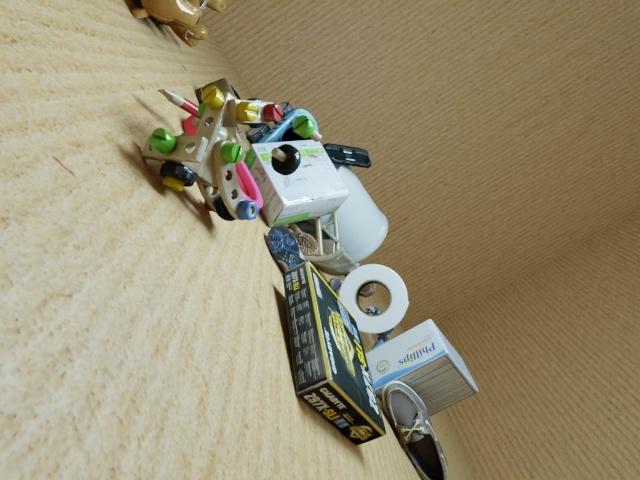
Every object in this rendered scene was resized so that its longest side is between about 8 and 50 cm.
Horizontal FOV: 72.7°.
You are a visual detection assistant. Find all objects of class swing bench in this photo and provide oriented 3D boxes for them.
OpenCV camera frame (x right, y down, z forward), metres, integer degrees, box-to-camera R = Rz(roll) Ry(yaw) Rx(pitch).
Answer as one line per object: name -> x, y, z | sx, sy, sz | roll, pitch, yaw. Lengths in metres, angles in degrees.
swing bench -> 0.000, 0.000, 1.552 | 0.254, 0.165, 0.253 | 68, 9, 22

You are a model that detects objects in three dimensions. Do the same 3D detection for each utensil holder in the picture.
utensil holder -> 0.060, -0.136, 1.873 | 0.385, 0.328, 0.327 | 51, 10, -32

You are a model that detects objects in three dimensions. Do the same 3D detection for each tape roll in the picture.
tape roll -> 0.196, 0.215, 1.602 | 0.246, 0.246, 0.169 | 60, 3, 11

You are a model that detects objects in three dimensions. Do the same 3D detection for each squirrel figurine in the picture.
squirrel figurine -> -0.486, -0.780, 1.306 | 0.397, 0.281, 0.370 | 40, 26, -25

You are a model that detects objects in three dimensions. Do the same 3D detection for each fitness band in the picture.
fitness band -> -0.243, -0.194, 1.110 | 0.291, 0.054, 0.209 | 58, 7, 7

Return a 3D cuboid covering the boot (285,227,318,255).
boot -> -0.060, 0.019, 1.251 | 0.158, 0.059, 0.084 | 22, -31, 38

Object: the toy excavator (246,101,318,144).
toy excavator -> -0.122, -0.352, 1.765 | 0.445, 0.433, 0.222 | 23, -24, 50

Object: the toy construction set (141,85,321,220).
toy construction set -> -0.218, -0.200, 0.799 | 0.309, 0.257, 0.237 | 39, 9, 31

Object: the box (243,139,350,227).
box -> -0.077, -0.186, 1.359 | 0.262, 0.127, 0.231 | -15, 68, -38

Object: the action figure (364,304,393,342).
action figure -> 0.277, 0.395, 2.071 | 0.185, 0.099, 0.285 | 53, 2, 10

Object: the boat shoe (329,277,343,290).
boat shoe -> 0.056, 0.169, 1.705 | 0.040, 0.049, 0.142 | 26, -4, 22

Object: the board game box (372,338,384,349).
board game box -> 0.295, 0.527, 1.838 | 0.211, 0.039, 0.160 | 61, 7, 11

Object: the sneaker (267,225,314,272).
sneaker -> -0.081, 0.056, 1.166 | 0.211, 0.080, 0.081 | 59, -20, 20

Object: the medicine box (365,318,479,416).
medicine box -> 0.333, 0.443, 1.446 | 0.289, 0.263, 0.149 | 49, 15, -34

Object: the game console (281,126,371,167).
game console -> 0.034, -0.323, 1.661 | 0.044, 0.361, 0.213 | 125, -39, -50

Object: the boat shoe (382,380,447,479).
boat shoe -> 0.286, 0.575, 1.301 | 0.324, 0.117, 0.097 | 64, 4, -5

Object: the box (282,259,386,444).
box -> 0.025, 0.239, 0.950 | 0.257, 0.079, 0.322 | 56, 13, -37

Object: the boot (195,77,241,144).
boot -> -0.297, -0.399, 1.353 | 0.305, 0.115, 0.112 | 64, 7, 30

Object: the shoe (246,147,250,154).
shoe -> -0.222, -0.279, 1.578 | 0.081, 0.063, 0.178 | 52, 5, -36

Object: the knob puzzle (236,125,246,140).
knob puzzle -> -0.341, -0.444, 1.559 | 0.213, 0.030, 0.213 | 58, 8, -13

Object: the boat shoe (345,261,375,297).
boat shoe -> 0.176, 0.166, 2.269 | 0.116, 0.123, 0.324 | 42, 10, -43
